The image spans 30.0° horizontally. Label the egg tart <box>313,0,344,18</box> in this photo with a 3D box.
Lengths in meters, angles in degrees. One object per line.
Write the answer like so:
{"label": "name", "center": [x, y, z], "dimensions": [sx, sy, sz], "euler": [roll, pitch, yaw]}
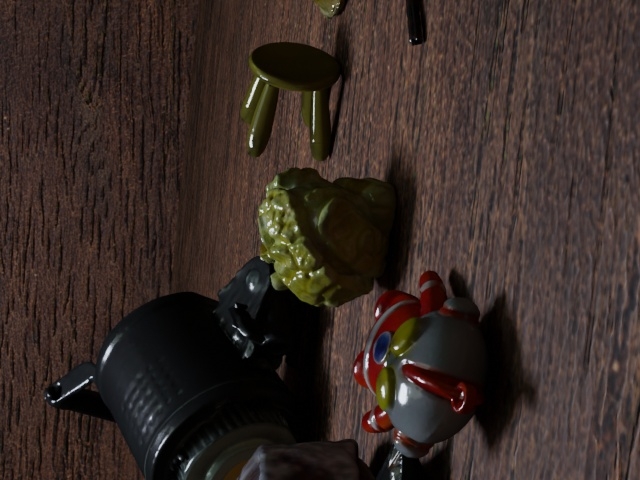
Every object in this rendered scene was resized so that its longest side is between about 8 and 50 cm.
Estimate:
{"label": "egg tart", "center": [0.006, -0.335, 1.448], "dimensions": [0.129, 0.049, 0.129], "euler": [-177, 90, -76]}

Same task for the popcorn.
{"label": "popcorn", "center": [0.000, 0.000, 1.162], "dimensions": [0.162, 0.141, 0.136], "euler": [-28, 43, 27]}

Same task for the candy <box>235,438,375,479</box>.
{"label": "candy", "center": [-0.016, 0.315, 1.062], "dimensions": [0.214, 0.157, 0.290], "euler": [95, 174, -51]}

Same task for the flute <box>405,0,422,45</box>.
{"label": "flute", "center": [0.083, -0.295, 1.170], "dimensions": [0.014, 0.014, 0.270], "euler": [114, 157, -56]}

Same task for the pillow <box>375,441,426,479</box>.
{"label": "pillow", "center": [0.067, 0.240, 0.967], "dimensions": [0.090, 0.048, 0.150], "euler": [126, 145, -61]}

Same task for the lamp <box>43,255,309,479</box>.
{"label": "lamp", "center": [-0.151, 0.213, 1.455], "dimensions": [0.374, 0.205, 0.272], "euler": [-39, 47, 26]}

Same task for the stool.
{"label": "stool", "center": [-0.038, -0.168, 1.443], "dimensions": [0.134, 0.135, 0.110], "euler": [-34, -36, -44]}

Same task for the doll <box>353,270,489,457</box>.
{"label": "doll", "center": [0.076, 0.097, 0.924], "dimensions": [0.245, 0.076, 0.142], "euler": [-144, 73, -80]}
